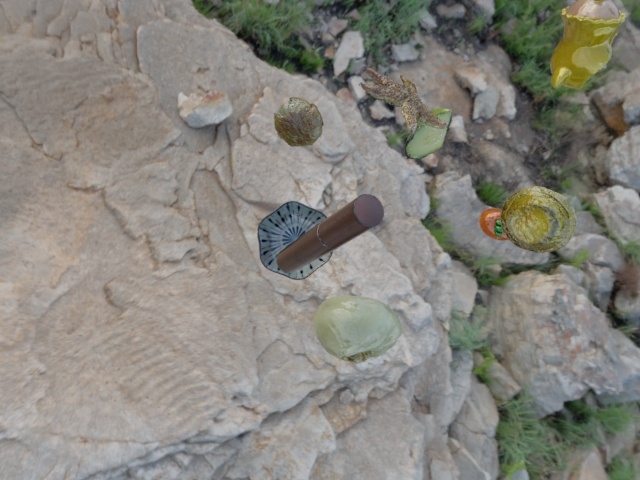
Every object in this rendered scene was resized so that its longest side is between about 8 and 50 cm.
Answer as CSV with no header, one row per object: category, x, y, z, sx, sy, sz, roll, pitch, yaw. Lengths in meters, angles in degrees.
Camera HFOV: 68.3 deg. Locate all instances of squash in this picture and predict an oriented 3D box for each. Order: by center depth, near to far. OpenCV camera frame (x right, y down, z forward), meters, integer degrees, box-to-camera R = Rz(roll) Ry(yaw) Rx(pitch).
squash,0.348,-0.375,1.630,0.184,0.192,0.085,-25,59,-16

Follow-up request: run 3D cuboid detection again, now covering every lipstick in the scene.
lipstick,0.000,0.000,0.851,0.057,0.356,0.057,7,72,-23

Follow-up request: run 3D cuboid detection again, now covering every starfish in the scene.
starfish,0.191,-0.329,1.082,0.227,0.043,0.240,28,39,-16

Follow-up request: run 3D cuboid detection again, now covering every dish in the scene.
dish,-0.062,0.000,1.150,0.190,0.066,0.191,0,91,-3

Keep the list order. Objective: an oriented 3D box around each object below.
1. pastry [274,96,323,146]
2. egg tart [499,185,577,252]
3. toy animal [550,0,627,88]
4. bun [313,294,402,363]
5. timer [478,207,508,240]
pastry,-0.063,-0.346,1.394,0.153,0.153,0.081,42,38,-12
egg tart,0.559,-0.048,1.231,0.074,0.191,0.191,-27,91,-46
toy animal,0.601,-0.463,1.071,0.156,0.230,0.156,4,40,-4
bun,0.080,0.216,1.070,0.222,0.222,0.127,26,55,-19
timer,0.583,-0.048,1.552,0.136,0.136,0.099,-3,120,-26
